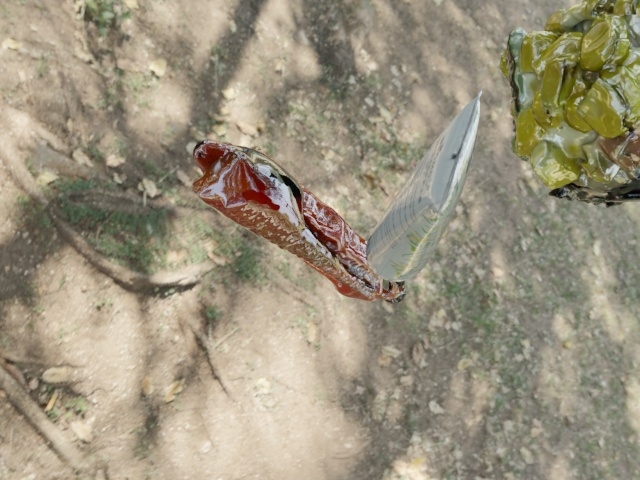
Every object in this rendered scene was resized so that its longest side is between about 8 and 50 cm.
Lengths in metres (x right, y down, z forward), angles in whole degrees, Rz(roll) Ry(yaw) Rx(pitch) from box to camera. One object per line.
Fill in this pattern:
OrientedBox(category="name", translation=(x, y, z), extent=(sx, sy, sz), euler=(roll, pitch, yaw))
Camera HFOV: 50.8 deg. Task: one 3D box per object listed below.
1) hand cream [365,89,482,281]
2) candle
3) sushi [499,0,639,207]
OrientedBox(category="hand cream", translation=(0.059, -0.014, 0.399), extent=(0.042, 0.194, 0.067), euler=(25, 72, 2))
OrientedBox(category="candle", translation=(0.000, 0.000, 0.565), extent=(0.302, 0.059, 0.084), euler=(37, 29, -47))
OrientedBox(category="sushi", translation=(0.412, -0.222, 1.037), extent=(0.285, 0.329, 0.327), euler=(3, 88, -34))
